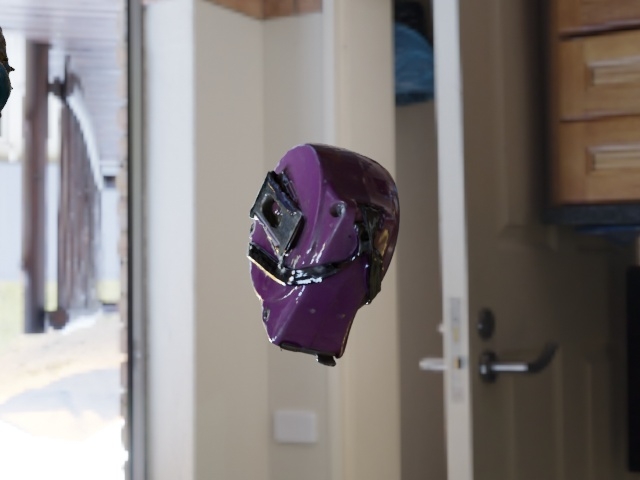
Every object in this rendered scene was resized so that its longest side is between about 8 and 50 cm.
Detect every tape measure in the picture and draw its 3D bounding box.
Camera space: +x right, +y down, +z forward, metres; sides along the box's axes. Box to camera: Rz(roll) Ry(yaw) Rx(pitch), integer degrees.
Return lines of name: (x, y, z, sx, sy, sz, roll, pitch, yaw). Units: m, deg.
tape measure: (0.000, 0.000, 0.710, 0.074, 0.118, 0.125, 14, -157, -27)

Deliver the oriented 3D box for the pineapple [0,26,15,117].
pineapple: (-0.359, -0.050, 0.939, 0.141, 0.310, 0.170, 13, 176, 28)

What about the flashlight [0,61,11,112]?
flashlight: (-0.232, -0.100, 0.637, 0.129, 0.051, 0.051, 23, -169, 31)
